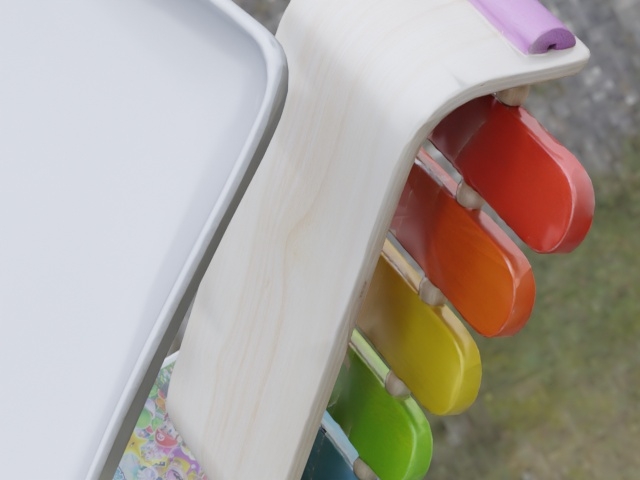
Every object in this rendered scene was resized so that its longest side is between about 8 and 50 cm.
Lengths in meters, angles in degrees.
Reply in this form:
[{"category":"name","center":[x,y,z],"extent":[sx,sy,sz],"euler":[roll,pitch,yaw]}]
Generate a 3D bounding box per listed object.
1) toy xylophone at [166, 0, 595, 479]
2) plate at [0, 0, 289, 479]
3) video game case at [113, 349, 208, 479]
[{"category":"toy xylophone","center":[0.000,0.000,0.878],"extent":[0.081,0.322,0.236],"euler":[-1,42,-32]},{"category":"plate","center":[-0.133,-0.012,0.687],"extent":[0.045,0.278,0.277],"euler":[0,32,-47]},{"category":"video game case","center":[-0.097,0.123,1.094],"extent":[0.122,0.087,0.011],"euler":[-30,3,-30]}]
